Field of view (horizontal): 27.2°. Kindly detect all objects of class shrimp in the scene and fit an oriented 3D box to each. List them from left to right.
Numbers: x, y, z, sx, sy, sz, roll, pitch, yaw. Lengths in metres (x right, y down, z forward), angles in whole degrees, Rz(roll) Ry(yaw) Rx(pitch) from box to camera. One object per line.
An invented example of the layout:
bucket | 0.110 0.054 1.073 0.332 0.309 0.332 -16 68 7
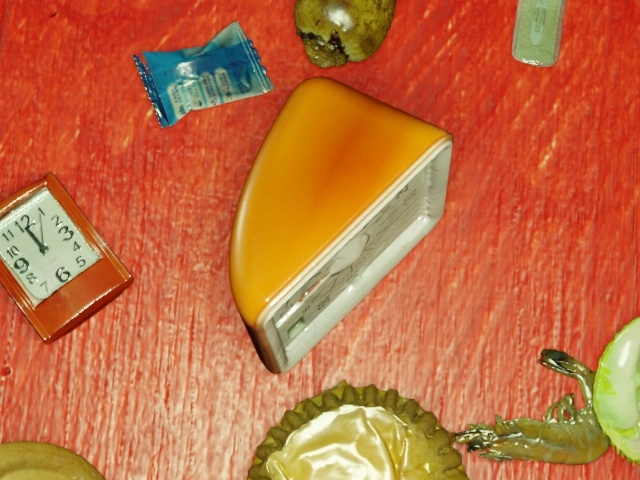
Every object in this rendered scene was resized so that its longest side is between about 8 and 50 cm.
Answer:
shrimp | 0.223 0.172 1.385 0.178 0.034 0.124 4 75 -4

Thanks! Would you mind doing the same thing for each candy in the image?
candy | -0.127 -0.184 1.443 0.136 0.038 0.088 -21 83 -16

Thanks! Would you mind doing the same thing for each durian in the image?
durian | 0.342 0.136 1.360 0.086 0.100 0.215 22 68 -12

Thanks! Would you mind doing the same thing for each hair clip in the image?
hair clip | 0.248 -0.257 1.480 0.054 0.022 0.137 10 78 1

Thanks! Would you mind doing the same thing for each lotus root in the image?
lotus root | 0.036 -0.283 1.445 0.108 0.094 0.191 29 70 -32

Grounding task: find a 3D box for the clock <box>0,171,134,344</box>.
clock | -0.283 0.018 1.385 0.113 0.061 0.155 -37 79 -9

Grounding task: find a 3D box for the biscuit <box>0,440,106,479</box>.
biscuit | -0.254 0.294 1.301 0.144 0.033 0.224 -24 100 -39

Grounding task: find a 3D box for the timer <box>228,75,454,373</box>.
timer | 0.000 0.000 1.302 0.161 0.257 0.250 28 77 10

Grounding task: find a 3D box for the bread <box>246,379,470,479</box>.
bread | 0.039 0.260 1.306 0.240 0.139 0.240 0 82 -3
